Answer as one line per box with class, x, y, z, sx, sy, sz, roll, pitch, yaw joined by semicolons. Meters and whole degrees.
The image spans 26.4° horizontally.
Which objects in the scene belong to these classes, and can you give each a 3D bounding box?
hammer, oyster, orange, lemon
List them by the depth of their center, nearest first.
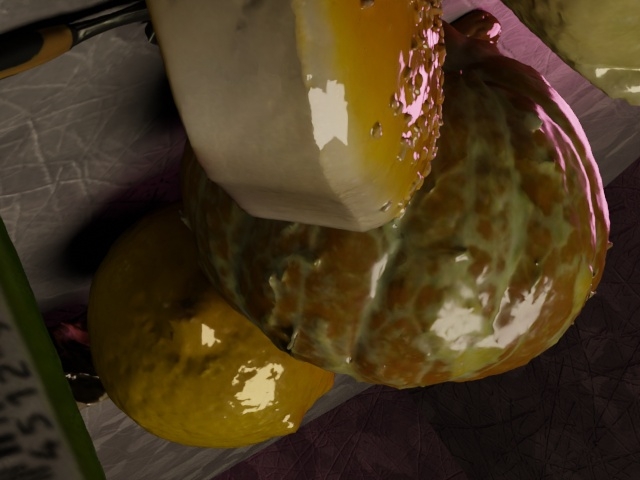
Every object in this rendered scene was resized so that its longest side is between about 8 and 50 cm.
hammer;-0.155;-0.119;0.805;0.201;0.021;0.078;-28;166;-36
orange;0.060;-0.037;1.028;0.329;0.329;0.249;-21;139;-50
lemon;-0.093;0.072;1.214;0.233;0.233;0.288;-35;175;0
oyster;-0.246;0.134;1.405;0.204;0.111;0.396;-21;174;20

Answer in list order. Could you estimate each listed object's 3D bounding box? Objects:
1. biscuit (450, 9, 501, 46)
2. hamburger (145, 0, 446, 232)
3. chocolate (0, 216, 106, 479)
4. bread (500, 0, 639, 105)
biscuit;0.056;-0.126;1.315;0.290;0.041;0.208;-33;167;-11
hamburger;-0.005;-0.121;0.738;0.151;0.227;0.295;-13;170;3
chocolate;-0.278;0.149;0.873;0.137;0.301;0.289;-6;150;-42
bread;0.254;-0.256;0.927;0.320;0.237;0.320;-29;152;-18
